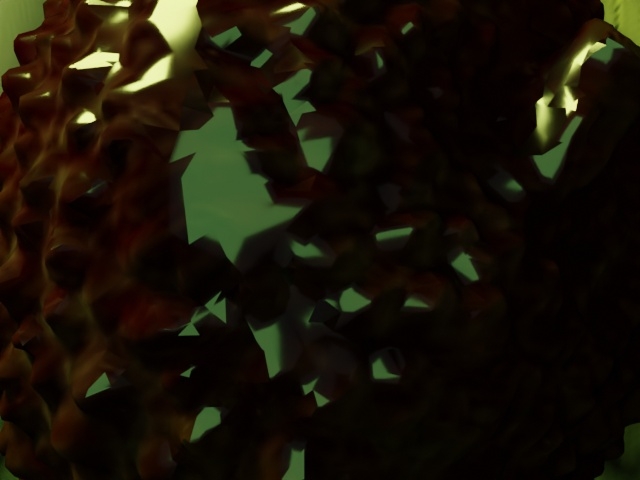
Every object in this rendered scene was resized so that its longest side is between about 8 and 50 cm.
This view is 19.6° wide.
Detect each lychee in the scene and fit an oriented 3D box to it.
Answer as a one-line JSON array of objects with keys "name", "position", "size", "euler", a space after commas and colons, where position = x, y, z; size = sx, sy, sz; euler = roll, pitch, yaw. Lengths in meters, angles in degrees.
[{"name": "lychee", "position": [0.000, 0.000, 0.765], "size": [0.330, 0.306, 0.306], "euler": [-25, 72, 40]}]

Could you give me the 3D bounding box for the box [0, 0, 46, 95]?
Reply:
[{"name": "box", "position": [-0.220, -0.140, 0.944], "size": [0.289, 0.141, 0.349], "euler": [22, 90, 24]}]
